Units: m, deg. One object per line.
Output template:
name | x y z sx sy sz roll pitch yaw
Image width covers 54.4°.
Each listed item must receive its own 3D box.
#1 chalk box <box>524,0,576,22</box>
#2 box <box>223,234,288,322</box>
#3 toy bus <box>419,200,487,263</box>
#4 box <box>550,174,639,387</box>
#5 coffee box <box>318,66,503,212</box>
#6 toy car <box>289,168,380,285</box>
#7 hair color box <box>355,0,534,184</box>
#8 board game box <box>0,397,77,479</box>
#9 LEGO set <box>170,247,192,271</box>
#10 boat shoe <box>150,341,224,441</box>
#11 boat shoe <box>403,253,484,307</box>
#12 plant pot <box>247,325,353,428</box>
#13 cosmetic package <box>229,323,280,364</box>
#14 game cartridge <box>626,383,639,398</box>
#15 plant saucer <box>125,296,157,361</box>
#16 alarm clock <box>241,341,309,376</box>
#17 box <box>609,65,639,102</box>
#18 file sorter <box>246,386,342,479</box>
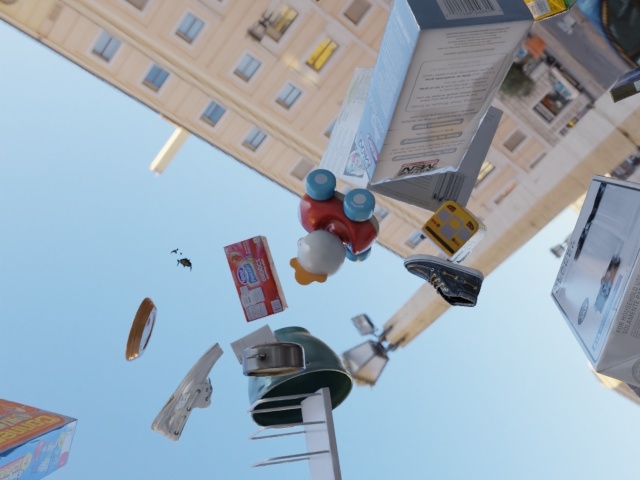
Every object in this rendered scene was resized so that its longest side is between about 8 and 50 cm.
chalk box | 0.479 -0.565 1.308 0.213 0.132 0.132 -48 -64 -32
box | -0.205 0.121 2.002 0.122 0.128 0.256 17 -125 -85
toy bus | 0.351 -0.019 1.624 0.108 0.130 0.333 44 -167 15
box | 0.321 0.029 0.637 0.087 0.169 0.290 17 -167 10
coffee box | 0.252 -0.288 1.829 0.338 0.338 0.334 17 -172 -28
toy car | 0.000 0.000 1.470 0.210 0.219 0.238 30 -119 19
hair color box | 0.188 -0.255 1.058 0.186 0.374 0.113 -10 -118 -13
board game box | -0.601 0.316 0.983 0.302 0.086 0.308 13 177 5
LEGO set | -0.400 0.055 1.822 0.023 0.054 0.083 -62 -39 -54
boat shoe | -0.315 0.387 1.582 0.096 0.277 0.098 35 -174 1
boat shoe | 0.269 0.090 1.396 0.184 0.065 0.083 13 -124 13
plant pot | -0.077 0.367 1.757 0.293 0.293 0.196 21 -147 -42
cosmetic package | -0.144 0.262 1.498 0.060 0.099 0.239 59 174 14
game cartridge | 0.739 0.151 1.282 0.230 0.355 0.068 45 -159 -7
plant saucer | -0.536 0.270 1.882 0.037 0.199 0.200 15 -154 -3
alarm clock | -0.103 0.240 1.273 0.192 0.130 0.064 41 -139 -69
box | 0.726 -0.365 1.376 0.225 0.136 0.036 -38 -77 -52
file sorter | -0.067 0.503 1.439 0.173 0.193 0.277 0 -113 -19
